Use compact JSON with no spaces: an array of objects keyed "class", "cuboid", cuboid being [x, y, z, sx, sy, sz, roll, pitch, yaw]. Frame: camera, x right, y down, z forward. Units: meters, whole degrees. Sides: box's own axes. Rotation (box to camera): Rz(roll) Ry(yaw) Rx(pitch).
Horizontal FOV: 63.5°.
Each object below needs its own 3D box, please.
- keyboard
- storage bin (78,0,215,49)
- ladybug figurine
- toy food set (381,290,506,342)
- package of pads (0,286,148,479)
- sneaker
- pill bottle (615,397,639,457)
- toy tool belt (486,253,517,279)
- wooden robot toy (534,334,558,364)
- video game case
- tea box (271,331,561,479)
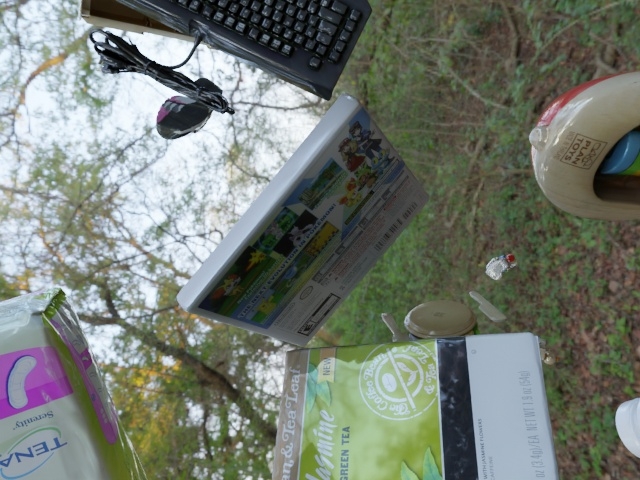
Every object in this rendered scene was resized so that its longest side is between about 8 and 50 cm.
[{"class":"keyboard","cuboid":[-0.123,-0.239,0.557,0.033,0.317,0.201,20,-85,-89]},{"class":"storage bin","cuboid":[-0.167,-0.387,0.673,0.123,0.262,0.260,58,137,46]},{"class":"ladybug figurine","cuboid":[0.582,-0.188,0.986,0.162,0.449,0.305,-108,30,-47]},{"class":"toy food set","cuboid":[0.210,0.148,0.903,0.132,0.192,0.038,-116,15,-69]},{"class":"package of pads","cuboid":[-0.284,0.209,0.447,0.101,0.229,0.296,-147,42,-71]},{"class":"sneaker","cuboid":[-0.228,-0.214,0.912,0.077,0.072,0.178,-58,0,41]},{"class":"pill bottle","cuboid":[0.811,0.397,1.129,0.283,0.161,0.161,125,160,-57]},{"class":"toy tool belt","cuboid":[0.463,0.061,1.318,0.083,0.052,0.051,-49,-12,26]},{"class":"wooden robot toy","cuboid":[0.587,0.292,1.359,0.173,0.079,0.076,51,-128,-68]},{"class":"video game case","cuboid":[0.000,0.000,0.742,0.329,0.036,0.300,-50,-33,4]},{"class":"tea box","cuboid":[0.124,0.314,0.632,0.220,0.323,0.329,57,-150,-50]}]
